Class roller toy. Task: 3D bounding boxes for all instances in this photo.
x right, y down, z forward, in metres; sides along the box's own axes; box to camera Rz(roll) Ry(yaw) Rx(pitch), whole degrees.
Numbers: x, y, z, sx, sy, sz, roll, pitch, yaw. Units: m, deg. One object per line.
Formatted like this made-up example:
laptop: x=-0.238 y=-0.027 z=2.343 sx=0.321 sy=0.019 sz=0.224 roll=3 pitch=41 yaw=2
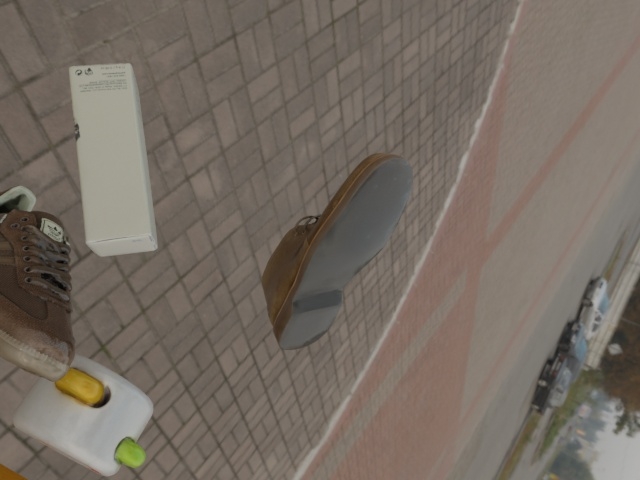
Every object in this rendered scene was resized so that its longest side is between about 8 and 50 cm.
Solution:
roller toy: x=-0.387 y=0.281 z=0.891 sx=0.209 sy=0.191 sz=0.146 roll=52 pitch=51 yaw=-34

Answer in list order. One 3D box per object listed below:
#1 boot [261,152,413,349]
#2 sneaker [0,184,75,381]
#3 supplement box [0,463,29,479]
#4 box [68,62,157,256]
boot: x=0.000 y=0.000 z=0.662 sx=0.112 sy=0.115 sz=0.305 roll=1 pitch=135 yaw=-37
sneaker: x=-0.198 y=0.014 z=0.351 sx=0.071 sy=0.188 sz=0.066 roll=-50 pitch=141 yaw=-11
supplement box: x=-0.539 y=0.490 z=0.856 sx=0.129 sy=0.191 sz=0.194 roll=-41 pitch=153 yaw=-70
box: x=-0.317 y=-0.122 z=0.828 sx=0.113 sy=0.094 sz=0.276 roll=130 pitch=-48 yaw=-72
